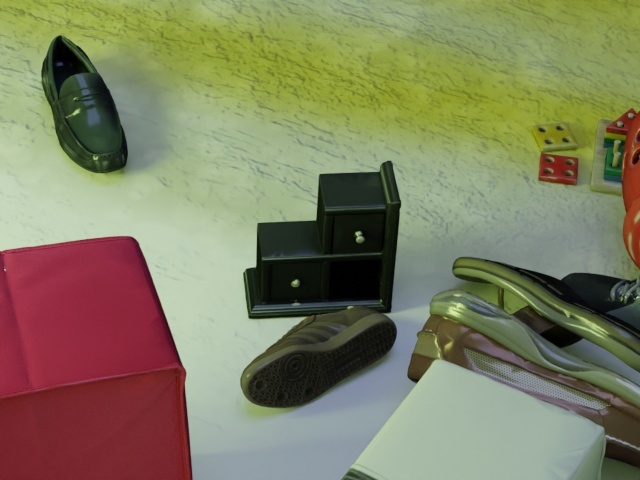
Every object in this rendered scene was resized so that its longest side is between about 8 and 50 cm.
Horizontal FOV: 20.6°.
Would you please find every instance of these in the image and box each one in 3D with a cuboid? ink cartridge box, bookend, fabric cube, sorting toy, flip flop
[{"bbox_3d":[0.061,0.330,1.392,0.166,0.285,0.395,23,44,22],"label":"ink cartridge box"},{"bbox_3d":[0.000,0.000,1.870,0.156,0.157,0.072,-2,41,-7],"label":"bookend"},{"bbox_3d":[-0.252,0.172,1.536,0.259,0.254,0.258,-8,26,-13],"label":"fabric cube"},{"bbox_3d":[0.387,-0.108,2.108,0.275,0.046,0.132,9,41,7],"label":"sorting toy"},{"bbox_3d":[0.239,0.087,1.837,0.277,0.080,0.112,31,12,38],"label":"flip flop"}]

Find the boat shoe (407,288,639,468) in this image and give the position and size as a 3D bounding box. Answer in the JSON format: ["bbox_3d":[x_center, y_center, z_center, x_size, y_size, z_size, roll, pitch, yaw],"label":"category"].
[{"bbox_3d":[0.233,0.171,1.739,0.324,0.123,0.116,29,80,15],"label":"boat shoe"}]

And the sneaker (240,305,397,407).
[{"bbox_3d":[-0.012,0.118,1.818,0.188,0.066,0.071,-18,28,-31],"label":"sneaker"}]

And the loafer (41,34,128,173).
[{"bbox_3d":[-0.285,-0.162,2.097,0.076,0.078,0.223,-14,44,-18],"label":"loafer"}]

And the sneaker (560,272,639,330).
[{"bbox_3d":[0.367,0.046,1.860,0.229,0.132,0.086,17,42,15],"label":"sneaker"}]

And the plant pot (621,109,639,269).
[{"bbox_3d":[0.421,-0.050,1.935,0.191,0.191,0.174,11,45,9],"label":"plant pot"}]
